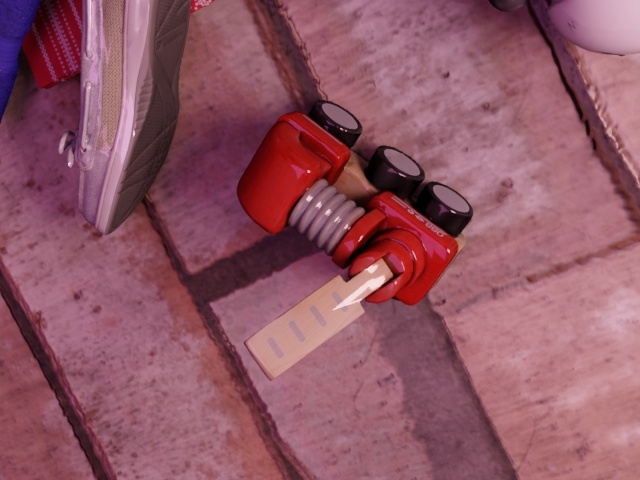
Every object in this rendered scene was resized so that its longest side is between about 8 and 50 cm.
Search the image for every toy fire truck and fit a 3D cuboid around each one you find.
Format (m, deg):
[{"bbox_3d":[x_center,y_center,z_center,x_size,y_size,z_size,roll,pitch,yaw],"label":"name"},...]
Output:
[{"bbox_3d":[0.000,0.000,0.945,0.217,0.246,0.158,38,116,8],"label":"toy fire truck"}]

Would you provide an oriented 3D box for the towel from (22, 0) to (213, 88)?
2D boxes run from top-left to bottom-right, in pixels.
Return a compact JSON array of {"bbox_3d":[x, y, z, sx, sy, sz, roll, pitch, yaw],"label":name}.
[{"bbox_3d":[-0.244,-0.301,1.081,0.275,0.031,0.198,-20,98,27],"label":"towel"}]

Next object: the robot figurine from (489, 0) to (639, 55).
[{"bbox_3d":[0.233,-0.288,0.803,0.209,0.174,0.278,-17,99,44],"label":"robot figurine"}]

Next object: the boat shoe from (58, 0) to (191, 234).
[{"bbox_3d":[-0.214,-0.157,1.049,0.103,0.118,0.320,21,122,11],"label":"boat shoe"}]

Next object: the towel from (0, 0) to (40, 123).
[{"bbox_3d":[-0.395,-0.293,1.097,0.228,0.076,0.308,41,130,9],"label":"towel"}]
